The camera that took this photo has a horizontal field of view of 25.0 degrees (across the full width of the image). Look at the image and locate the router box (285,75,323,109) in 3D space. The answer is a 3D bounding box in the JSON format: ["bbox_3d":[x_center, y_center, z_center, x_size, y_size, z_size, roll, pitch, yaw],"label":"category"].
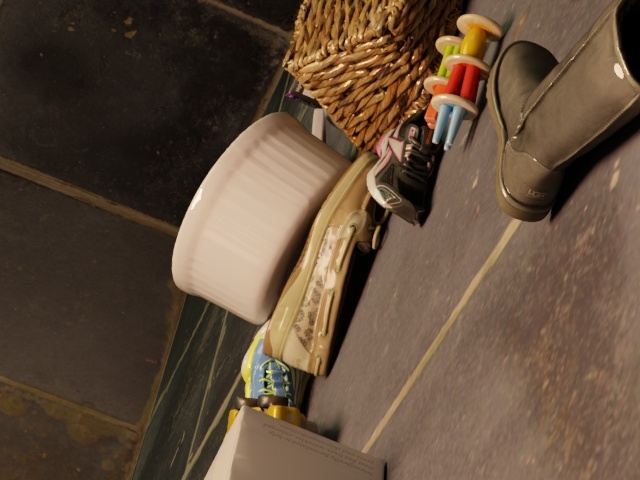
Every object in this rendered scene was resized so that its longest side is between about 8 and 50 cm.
[{"bbox_3d":[0.040,-0.284,2.249,0.046,0.133,0.179,-177,109,-80],"label":"router box"}]

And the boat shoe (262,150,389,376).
[{"bbox_3d":[0.024,0.028,1.799,0.285,0.089,0.104,-65,-10,-1],"label":"boat shoe"}]

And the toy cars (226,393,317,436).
[{"bbox_3d":[-0.080,0.310,1.698,0.176,0.087,0.393,-102,27,-48],"label":"toy cars"}]

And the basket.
[{"bbox_3d":[0.116,-0.282,1.922,0.213,0.223,0.299,-20,38,32],"label":"basket"}]

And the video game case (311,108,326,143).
[{"bbox_3d":[-0.004,-0.097,2.196,0.143,0.019,0.157,86,-174,-60],"label":"video game case"}]

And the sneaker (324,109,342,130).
[{"bbox_3d":[0.080,-0.271,2.149,0.104,0.095,0.236,-137,64,-76],"label":"sneaker"}]

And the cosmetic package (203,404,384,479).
[{"bbox_3d":[-0.046,0.284,1.324,0.151,0.151,0.183,-83,18,-60],"label":"cosmetic package"}]

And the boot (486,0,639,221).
[{"bbox_3d":[0.198,-0.133,1.113,0.208,0.076,0.189,112,160,-55],"label":"boot"}]

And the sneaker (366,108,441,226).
[{"bbox_3d":[0.101,-0.093,1.639,0.077,0.072,0.178,-50,23,31],"label":"sneaker"}]

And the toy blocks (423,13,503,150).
[{"bbox_3d":[0.143,-0.160,1.580,0.123,0.054,0.148,139,151,-70],"label":"toy blocks"}]

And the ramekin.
[{"bbox_3d":[-0.060,-0.018,1.911,0.277,0.135,0.277,-50,-19,-24],"label":"ramekin"}]

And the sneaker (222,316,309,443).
[{"bbox_3d":[-0.051,0.209,1.817,0.126,0.091,0.240,-2,71,66],"label":"sneaker"}]
